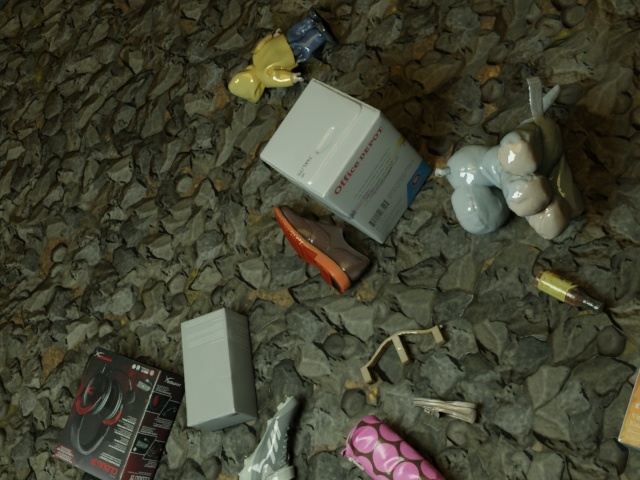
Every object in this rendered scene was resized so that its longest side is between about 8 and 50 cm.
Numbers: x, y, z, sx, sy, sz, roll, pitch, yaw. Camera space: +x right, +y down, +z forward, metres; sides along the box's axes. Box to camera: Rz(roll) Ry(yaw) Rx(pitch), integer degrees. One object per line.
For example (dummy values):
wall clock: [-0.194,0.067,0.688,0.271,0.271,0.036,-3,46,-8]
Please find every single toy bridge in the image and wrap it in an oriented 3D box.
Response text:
toy bridge: [0.160,0.213,1.618,0.188,0.026,0.063,-32,57,15]

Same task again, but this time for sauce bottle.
sauce bottle: [0.451,0.094,1.487,0.128,0.042,0.042,30,87,33]

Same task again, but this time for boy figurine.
boy figurine: [-0.095,-0.431,1.991,0.285,0.092,0.177,-38,57,13]

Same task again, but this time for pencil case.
pencil case: [0.139,0.420,1.510,0.098,0.095,0.209,-36,50,-25]

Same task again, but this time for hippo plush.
hippo plush: [0.326,-0.129,1.532,0.236,0.234,0.294,-15,82,37]

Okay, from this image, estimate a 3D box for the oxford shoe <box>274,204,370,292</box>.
oxford shoe: [0.000,0.000,1.774,0.098,0.097,0.271,-38,58,-12]

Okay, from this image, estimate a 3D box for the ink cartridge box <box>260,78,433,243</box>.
ink cartridge box: [0.058,-0.158,1.680,0.197,0.270,0.198,34,89,36]

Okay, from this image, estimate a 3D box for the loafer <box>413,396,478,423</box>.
loafer: [0.230,0.316,1.528,0.125,0.045,0.039,0,77,28]

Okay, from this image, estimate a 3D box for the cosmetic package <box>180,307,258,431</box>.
cosmetic package: [-0.220,0.280,1.772,0.127,0.107,0.238,-19,65,23]

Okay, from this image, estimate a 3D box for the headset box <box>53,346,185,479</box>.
headset box: [-0.453,0.413,1.848,0.218,0.110,0.293,13,77,33]

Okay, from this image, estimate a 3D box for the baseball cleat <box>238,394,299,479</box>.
baseball cleat: [-0.078,0.421,1.661,0.109,0.072,0.206,31,90,20]

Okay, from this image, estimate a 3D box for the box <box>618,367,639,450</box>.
box: [0.571,0.268,1.315,0.130,0.091,0.171,14,78,34]
